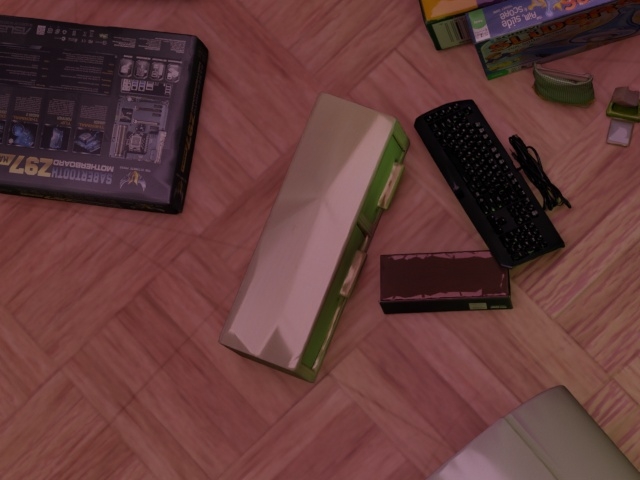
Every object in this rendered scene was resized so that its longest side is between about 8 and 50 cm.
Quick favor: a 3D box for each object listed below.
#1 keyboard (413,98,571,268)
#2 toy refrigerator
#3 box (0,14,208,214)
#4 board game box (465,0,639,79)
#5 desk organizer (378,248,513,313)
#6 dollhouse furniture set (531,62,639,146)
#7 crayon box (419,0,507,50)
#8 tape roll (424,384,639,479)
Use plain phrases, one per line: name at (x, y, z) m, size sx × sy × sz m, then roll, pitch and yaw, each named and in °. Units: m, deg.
keyboard at (0.178, -0.069, 1.933) m, size 0.100 × 0.038 × 0.192 m, roll -23°, pitch 67°, yaw -19°
toy refrigerator at (0.000, 0.000, 1.939) m, size 0.094 × 0.102 × 0.269 m, roll 20°, pitch 83°, yaw 14°
box at (-0.246, -0.132, 2.034) m, size 0.233 × 0.059 × 0.183 m, roll 6°, pitch 80°, yaw 11°
board game box at (0.250, -0.219, 1.917) m, size 0.201 × 0.136 × 0.035 m, roll -17°, pitch 76°, yaw 8°
desk organizer at (0.124, 0.041, 1.935) m, size 0.130 × 0.047 × 0.050 m, roll -3°, pitch 73°, yaw 9°
dollhouse furniture set at (0.277, -0.125, 1.924) m, size 0.152 × 0.076 × 0.058 m, roll 12°, pitch 81°, yaw 12°
crayon box at (0.250, -0.395, 1.969) m, size 0.363 × 0.106 × 0.313 m, roll -14°, pitch 75°, yaw 7°
tape roll at (0.185, 0.273, 1.775) m, size 0.246 × 0.246 × 0.169 m, roll -40°, pitch 75°, yaw 1°
